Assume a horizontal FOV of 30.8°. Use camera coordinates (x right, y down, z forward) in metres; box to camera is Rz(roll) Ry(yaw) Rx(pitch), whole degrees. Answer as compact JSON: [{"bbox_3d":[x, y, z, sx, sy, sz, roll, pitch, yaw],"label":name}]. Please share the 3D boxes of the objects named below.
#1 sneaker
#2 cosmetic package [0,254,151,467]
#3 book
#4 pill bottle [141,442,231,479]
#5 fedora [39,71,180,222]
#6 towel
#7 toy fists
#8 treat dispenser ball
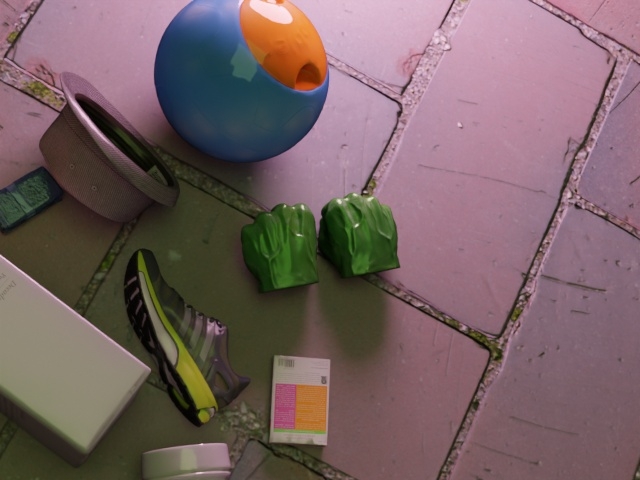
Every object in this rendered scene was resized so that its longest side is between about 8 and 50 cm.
[{"bbox_3d":[-0.221,0.146,1.881,0.121,0.111,0.300,-25,87,-29],"label":"sneaker"},{"bbox_3d":[-0.489,0.136,1.741,0.453,0.230,0.161,38,69,-2],"label":"cosmetic package"},{"bbox_3d":[-0.035,0.265,1.920,0.096,0.035,0.144,6,73,-9],"label":"book"},{"bbox_3d":[-0.192,0.457,1.758,0.160,0.160,0.283,-3,75,-15],"label":"pill bottle"},{"bbox_3d":[-0.358,-0.131,1.879,0.124,0.243,0.275,-43,97,8],"label":"fedora"},{"bbox_3d":[-0.486,-0.067,1.905,0.119,0.029,0.067,-35,85,-19],"label":"towel"},{"bbox_3d":[0.000,0.000,1.973,0.279,0.096,0.142,-9,87,-18],"label":"toy fists"},{"bbox_3d":[-0.130,-0.272,1.914,0.288,0.288,0.288,4,74,-13],"label":"treat dispenser ball"}]
